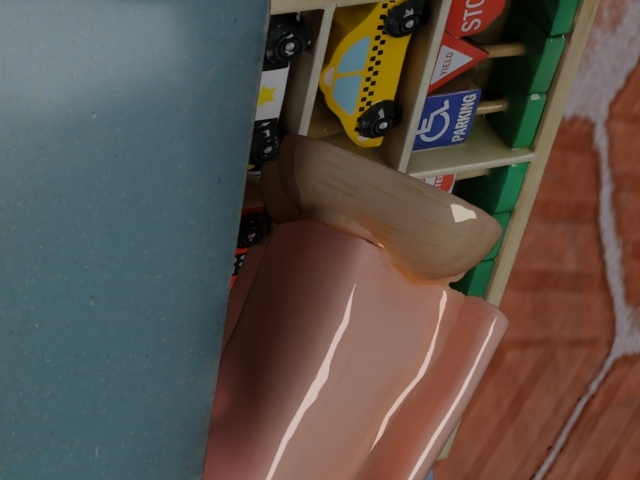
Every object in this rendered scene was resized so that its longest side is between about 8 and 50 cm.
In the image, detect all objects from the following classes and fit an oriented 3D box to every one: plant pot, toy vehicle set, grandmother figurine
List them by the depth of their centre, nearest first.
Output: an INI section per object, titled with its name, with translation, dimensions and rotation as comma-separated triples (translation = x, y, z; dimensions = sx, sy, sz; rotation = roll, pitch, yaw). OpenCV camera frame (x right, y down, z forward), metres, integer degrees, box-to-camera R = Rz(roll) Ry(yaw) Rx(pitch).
[plant pot]
translation = -0.162, -0.007, 0.473
dimensions = 0.234, 0.166, 0.165
rotation = -4, 111, -38
[grandmother figurine]
translation = -0.046, 0.140, 0.592
dimensions = 0.208, 0.104, 0.342
rotation = 86, 27, -82
[toy vehicle set]
translation = 0.000, 0.000, 0.734
dimensions = 0.166, 0.035, 0.267
rotation = -11, 136, -25

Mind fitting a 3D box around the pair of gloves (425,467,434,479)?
[pair of gloves]
translation = 0.040, 0.194, 0.910
dimensions = 0.159, 0.023, 0.198
rotation = 55, 38, -53
